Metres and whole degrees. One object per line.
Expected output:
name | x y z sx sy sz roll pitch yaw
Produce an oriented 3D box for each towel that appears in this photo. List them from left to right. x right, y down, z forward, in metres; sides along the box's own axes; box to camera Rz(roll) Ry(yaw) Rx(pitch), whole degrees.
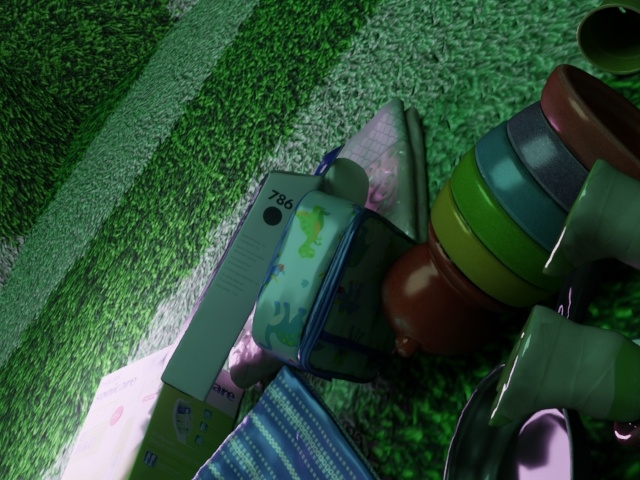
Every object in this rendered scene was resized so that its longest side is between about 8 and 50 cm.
towel | -0.083 0.318 0.957 0.336 0.040 0.243 -50 44 8
towel | 0.008 0.000 1.254 0.332 0.053 0.317 -39 29 32

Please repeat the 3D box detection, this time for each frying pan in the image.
frying pan | 0.161 0.127 0.731 0.197 0.053 0.326 172 112 -74

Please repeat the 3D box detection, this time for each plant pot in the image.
plant pot | 0.314 -0.227 0.976 0.083 0.083 0.079 -24 27 48

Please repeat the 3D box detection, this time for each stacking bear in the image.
stacking bear | 0.171 -0.003 0.862 0.289 0.164 0.175 -47 26 28

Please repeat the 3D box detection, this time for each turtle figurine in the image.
turtle figurine | 0.225 0.087 0.463 0.275 0.266 0.197 -7 -60 -78

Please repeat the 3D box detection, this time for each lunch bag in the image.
lunch bag | 0.023 0.057 0.967 0.090 0.219 0.176 21 85 25

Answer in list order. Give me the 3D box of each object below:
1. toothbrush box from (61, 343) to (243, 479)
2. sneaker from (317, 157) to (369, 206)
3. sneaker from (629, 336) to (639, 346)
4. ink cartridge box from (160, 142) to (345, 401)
toothbrush box | -0.235 0.300 1.231 0.206 0.122 0.283 -27 36 44
sneaker | 0.000 0.000 1.137 0.094 0.080 0.212 -41 20 44
sneaker | 0.240 0.151 0.619 0.226 0.086 0.163 -8 51 58
ink cartridge box | -0.085 0.021 1.129 0.332 0.065 0.165 -61 6 -4
